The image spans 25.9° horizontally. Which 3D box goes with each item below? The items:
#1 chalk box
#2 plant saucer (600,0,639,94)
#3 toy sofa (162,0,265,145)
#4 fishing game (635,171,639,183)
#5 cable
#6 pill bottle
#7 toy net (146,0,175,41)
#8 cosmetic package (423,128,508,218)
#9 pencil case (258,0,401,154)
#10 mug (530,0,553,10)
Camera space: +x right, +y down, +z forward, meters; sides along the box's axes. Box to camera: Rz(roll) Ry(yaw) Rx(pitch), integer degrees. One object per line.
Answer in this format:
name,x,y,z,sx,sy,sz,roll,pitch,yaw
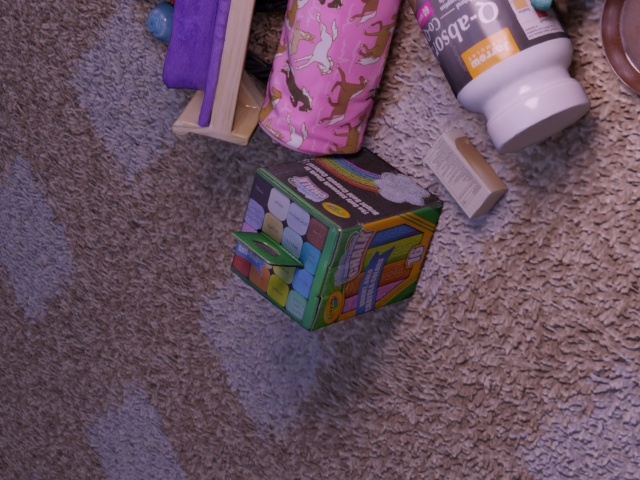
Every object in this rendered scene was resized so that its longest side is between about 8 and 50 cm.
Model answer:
chalk box,0.000,0.000,1.995,0.180,0.289,0.179,38,126,33
plant saucer,0.414,-0.255,1.676,0.168,0.029,0.168,15,112,42
toy sofa,-0.147,-0.334,2.031,0.177,0.150,0.362,14,122,3
fishing game,0.478,-0.148,1.617,0.189,0.041,0.264,24,129,21
cable,-0.083,-0.322,2.168,0.184,0.047,0.150,42,129,31
pill bottle,0.224,-0.262,1.778,0.162,0.162,0.278,-37,74,46
toy net,-0.205,-0.351,2.295,0.232,0.045,0.122,35,123,33
cosmetic package,0.201,-0.093,1.938,0.115,0.041,0.060,55,134,20
pencil case,0.018,-0.308,1.986,0.167,0.160,0.386,-115,32,-56
mug,0.290,-0.373,1.695,0.158,0.097,0.129,-39,90,16
